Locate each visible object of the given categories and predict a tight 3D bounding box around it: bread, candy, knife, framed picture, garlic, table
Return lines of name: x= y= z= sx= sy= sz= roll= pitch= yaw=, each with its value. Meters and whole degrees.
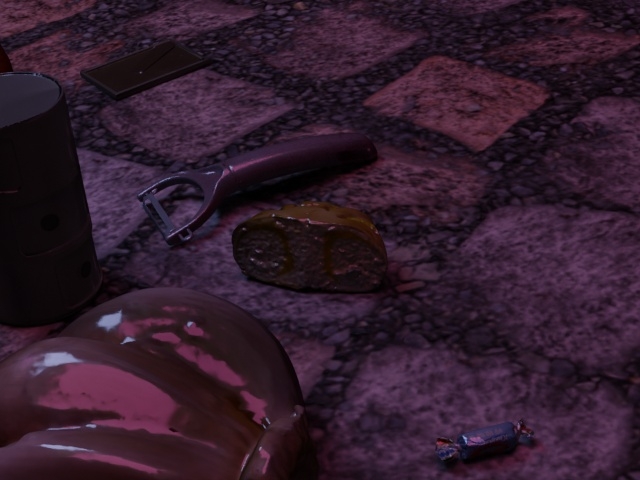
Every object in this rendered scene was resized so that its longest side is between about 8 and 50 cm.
bread: x=0.000 y=0.000 z=1.180 sx=0.157 sy=0.083 sz=0.094 roll=14 pitch=26 yaw=29
candy: x=0.133 y=0.162 z=0.957 sx=0.083 sy=0.020 sz=0.030 roll=-14 pitch=36 yaw=-12
knife: x=-0.058 y=-0.073 z=1.317 sx=0.278 sy=0.053 sz=0.123 roll=-20 pitch=41 yaw=-17
framed picture: x=-0.244 y=-0.240 z=1.631 sx=0.149 sy=0.011 sz=0.109 roll=-25 pitch=39 yaw=-27
garlic: x=-0.143 y=0.141 z=0.946 sx=0.325 sy=0.132 sz=0.279 roll=13 pitch=30 yaw=19
table: x=-0.293 y=-0.040 z=1.153 sx=0.126 sy=0.220 sz=0.126 roll=-4 pitch=32 yaw=2

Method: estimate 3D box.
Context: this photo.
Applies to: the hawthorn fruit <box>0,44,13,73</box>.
hawthorn fruit: x=-0.469 y=-0.176 z=1.406 sx=0.215 sy=0.215 sz=0.249 roll=-17 pitch=34 yaw=-16
